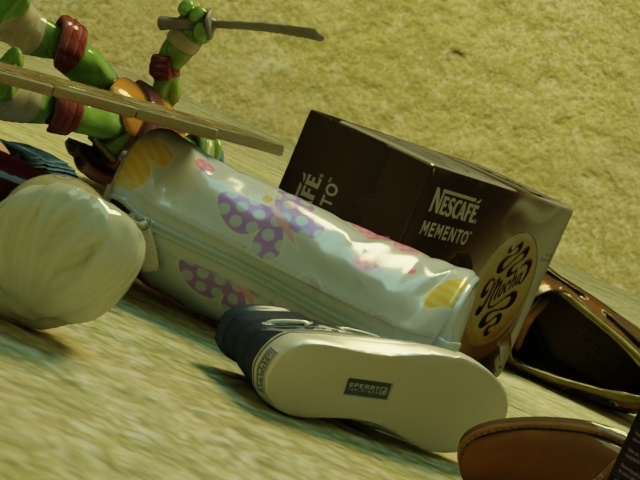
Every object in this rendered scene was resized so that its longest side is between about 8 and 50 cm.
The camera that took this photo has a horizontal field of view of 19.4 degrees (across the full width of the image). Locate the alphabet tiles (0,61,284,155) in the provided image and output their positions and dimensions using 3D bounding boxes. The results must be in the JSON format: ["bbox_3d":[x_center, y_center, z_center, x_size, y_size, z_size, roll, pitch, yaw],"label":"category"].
[{"bbox_3d":[-0.182,-0.111,1.408,0.285,0.011,0.342,14,4,-13],"label":"alphabet tiles"}]

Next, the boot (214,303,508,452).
[{"bbox_3d":[0.028,0.081,1.200,0.190,0.069,0.086,18,11,-32],"label":"boot"}]

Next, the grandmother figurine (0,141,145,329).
[{"bbox_3d":[-0.213,-0.033,1.167,0.207,0.104,0.342,6,13,-34],"label":"grandmother figurine"}]

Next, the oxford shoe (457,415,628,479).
[{"bbox_3d":[0.171,0.161,1.097,0.212,0.076,0.076,15,43,23],"label":"oxford shoe"}]

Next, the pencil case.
[{"bbox_3d":[-0.026,0.021,1.306,0.273,0.113,0.124,25,-5,6],"label":"pencil case"}]

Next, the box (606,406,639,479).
[{"bbox_3d":[0.202,0.134,0.974,0.029,0.162,0.116,18,8,-39],"label":"box"}]

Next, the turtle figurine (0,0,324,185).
[{"bbox_3d":[-0.153,-0.140,1.663,0.266,0.198,0.274,23,-7,-33],"label":"turtle figurine"}]

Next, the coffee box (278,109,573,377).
[{"bbox_3d":[0.075,0.010,1.524,0.119,0.168,0.297,27,7,28],"label":"coffee box"}]

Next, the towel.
[{"bbox_3d":[-0.259,-0.067,1.585,0.067,0.029,0.119,25,7,18],"label":"towel"}]

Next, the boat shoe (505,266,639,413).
[{"bbox_3d":[0.189,0.063,1.751,0.307,0.111,0.104,24,5,4],"label":"boat shoe"}]
